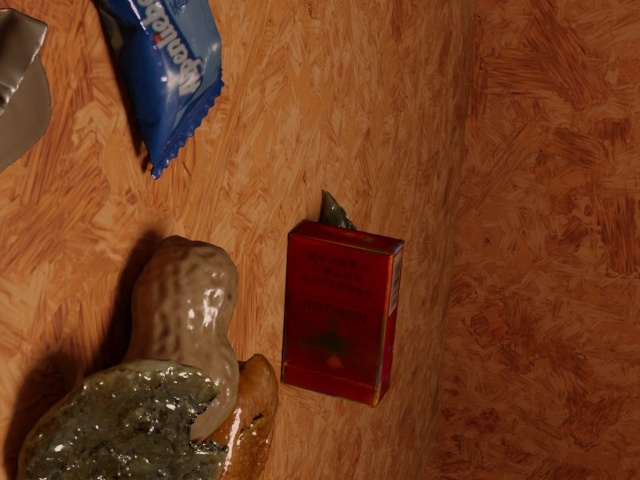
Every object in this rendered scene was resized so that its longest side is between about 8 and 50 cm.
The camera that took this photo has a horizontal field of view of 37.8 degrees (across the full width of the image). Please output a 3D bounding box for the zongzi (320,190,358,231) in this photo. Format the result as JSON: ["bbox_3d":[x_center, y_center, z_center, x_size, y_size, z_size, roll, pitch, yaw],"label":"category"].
[{"bbox_3d":[0.000,0.000,1.801,0.154,0.062,0.130,-52,131,-24],"label":"zongzi"}]

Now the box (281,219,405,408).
[{"bbox_3d":[0.038,0.135,1.721,0.089,0.197,0.313,-43,141,-61],"label":"box"}]

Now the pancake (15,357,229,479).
[{"bbox_3d":[-0.217,0.237,1.047,0.253,0.037,0.254,-15,123,-24],"label":"pancake"}]

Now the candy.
[{"bbox_3d":[-0.173,-0.241,1.054,0.187,0.077,0.331,-58,153,-32],"label":"candy"}]

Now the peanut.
[{"bbox_3d":[-0.172,0.144,1.159,0.143,0.159,0.291,125,-20,-78],"label":"peanut"}]

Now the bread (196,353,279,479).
[{"bbox_3d":[-0.148,0.282,1.341,0.268,0.145,0.269,14,90,-75],"label":"bread"}]

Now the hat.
[{"bbox_3d":[-0.306,-0.097,0.775,0.173,0.144,0.166,-27,-143,53],"label":"hat"}]
